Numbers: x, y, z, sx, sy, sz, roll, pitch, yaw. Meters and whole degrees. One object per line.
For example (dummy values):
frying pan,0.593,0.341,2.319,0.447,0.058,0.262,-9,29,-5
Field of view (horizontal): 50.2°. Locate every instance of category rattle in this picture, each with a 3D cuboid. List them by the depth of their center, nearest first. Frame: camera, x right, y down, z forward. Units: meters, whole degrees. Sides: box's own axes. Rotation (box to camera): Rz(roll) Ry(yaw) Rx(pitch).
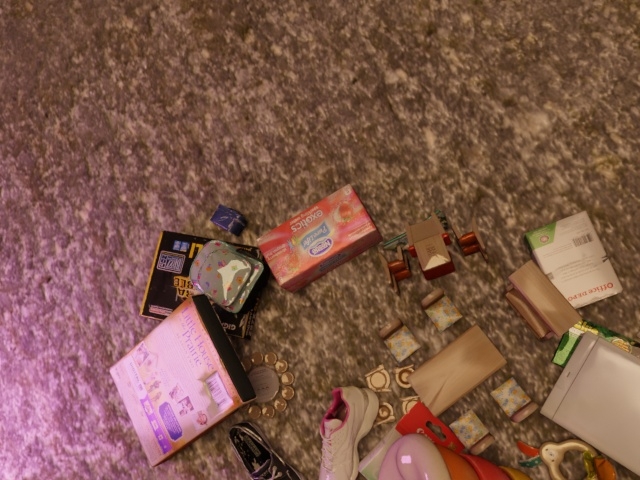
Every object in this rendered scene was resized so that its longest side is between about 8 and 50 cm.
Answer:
rattle,0.566,0.527,1.601,0.199,0.143,0.130,20,101,11

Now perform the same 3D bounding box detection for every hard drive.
hard drive,0.720,0.396,1.567,0.353,0.047,0.233,31,95,32

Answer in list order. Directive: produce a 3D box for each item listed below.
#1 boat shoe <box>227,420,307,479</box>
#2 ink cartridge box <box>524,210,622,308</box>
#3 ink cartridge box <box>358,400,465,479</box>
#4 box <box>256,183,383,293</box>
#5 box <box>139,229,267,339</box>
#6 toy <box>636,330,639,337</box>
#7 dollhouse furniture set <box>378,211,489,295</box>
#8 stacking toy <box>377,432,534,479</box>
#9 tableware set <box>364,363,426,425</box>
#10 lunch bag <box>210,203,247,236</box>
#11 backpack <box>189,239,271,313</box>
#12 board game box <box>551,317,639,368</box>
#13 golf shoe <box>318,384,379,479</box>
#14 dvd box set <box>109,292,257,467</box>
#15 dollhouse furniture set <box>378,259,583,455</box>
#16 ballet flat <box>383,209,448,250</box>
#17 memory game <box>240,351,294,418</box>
boat shoe,-0.133,0.595,1.767,0.108,0.102,0.301,-41,72,2
ink cartridge box,0.629,0.060,1.710,0.160,0.092,0.220,-21,74,8
ink cartridge box,0.232,0.540,1.684,0.181,0.056,0.225,44,91,-7
box,0.000,0.000,1.849,0.299,0.142,0.154,-30,73,5
box,-0.326,0.124,1.935,0.321,0.079,0.257,10,78,16
toy,0.896,0.236,1.611,0.237,0.137,0.056,34,47,19
dollhouse furniture set,0.285,0.047,1.710,0.262,0.259,0.135,-21,64,10
stacking toy,0.388,0.620,1.535,0.479,0.350,0.351,7,77,-18
tableware set,0.195,0.401,1.776,0.141,0.020,0.169,-15,75,10
lunch bag,-0.259,-0.060,1.964,0.098,0.067,0.065,28,86,17
backpack,-0.252,0.090,1.813,0.188,0.144,0.166,29,91,21
board game box,0.716,0.295,1.671,0.259,0.030,0.136,25,87,17
golf shoe,0.039,0.508,1.717,0.115,0.140,0.306,6,73,49
dvd box set,-0.375,0.373,1.798,0.420,0.062,0.308,-40,71,31
dollhouse furniture set,0.392,0.254,1.628,0.394,0.256,0.362,-38,73,0
ballet flat,0.259,-0.009,1.833,0.188,0.070,0.070,-32,72,8
memory game,-0.159,0.395,1.866,0.186,0.012,0.186,-3,77,14
